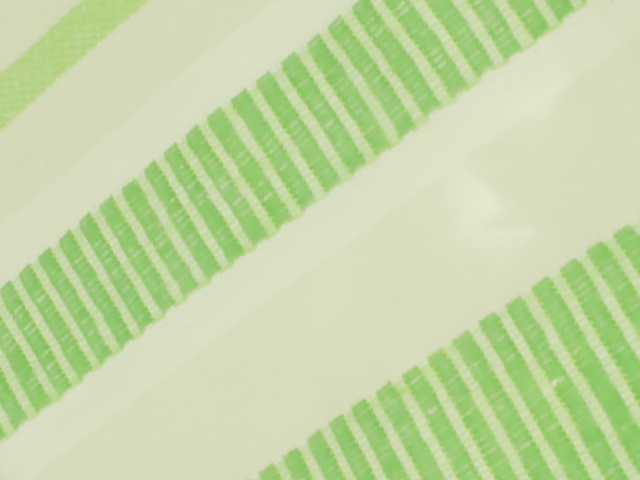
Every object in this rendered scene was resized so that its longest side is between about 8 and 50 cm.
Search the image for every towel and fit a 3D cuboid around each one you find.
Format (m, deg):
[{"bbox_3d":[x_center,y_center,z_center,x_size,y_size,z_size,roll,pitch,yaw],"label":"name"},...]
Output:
[{"bbox_3d":[0.000,0.000,0.328,0.248,0.038,0.325,-38,83,17],"label":"towel"}]
